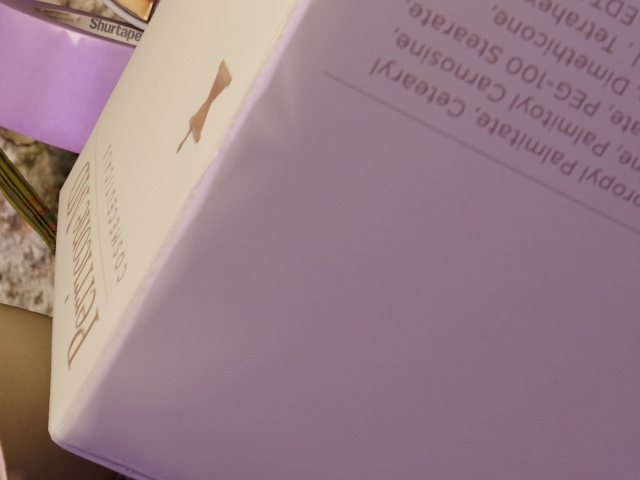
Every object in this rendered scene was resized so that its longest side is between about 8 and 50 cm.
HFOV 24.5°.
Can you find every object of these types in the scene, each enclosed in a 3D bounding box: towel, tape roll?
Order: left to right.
[{"bbox_3d":[-0.256,-0.072,1.088,0.021,0.237,0.102,-43,60,-10],"label":"towel"},{"bbox_3d":[-0.153,-0.113,1.065,0.189,0.189,0.080,20,102,19],"label":"tape roll"}]

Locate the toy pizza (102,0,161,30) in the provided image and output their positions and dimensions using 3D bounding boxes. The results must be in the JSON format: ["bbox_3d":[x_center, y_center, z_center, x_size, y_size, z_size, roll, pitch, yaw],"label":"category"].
[{"bbox_3d":[-0.090,-0.246,1.075,0.201,0.032,0.201,0,96,-2],"label":"toy pizza"}]

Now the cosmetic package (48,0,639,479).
[{"bbox_3d":[0.096,-0.069,0.740,0.327,0.329,0.393,25,105,-18],"label":"cosmetic package"}]

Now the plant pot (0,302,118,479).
[{"bbox_3d":[-0.254,0.147,1.076,0.256,0.274,0.256,2,95,24],"label":"plant pot"}]
